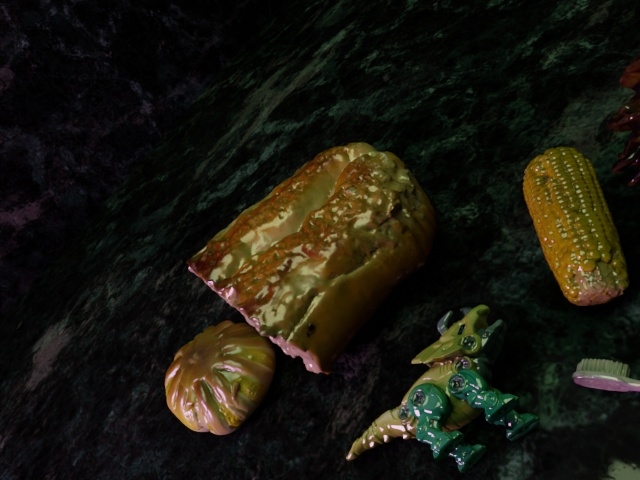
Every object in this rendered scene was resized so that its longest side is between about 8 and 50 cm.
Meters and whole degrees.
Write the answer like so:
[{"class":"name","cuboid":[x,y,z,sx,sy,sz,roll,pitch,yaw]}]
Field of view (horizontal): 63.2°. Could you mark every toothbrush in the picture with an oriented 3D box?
[{"class":"toothbrush","cuboid":[0.392,0.136,0.470,0.307,0.025,0.030,-4,40,43]}]

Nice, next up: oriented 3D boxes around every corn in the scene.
[{"class":"corn","cuboid":[0.320,-0.029,0.666,0.097,0.097,0.262,-22,39,26]}]

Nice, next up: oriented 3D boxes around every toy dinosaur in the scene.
[{"class":"toy dinosaur","cuboid":[0.134,0.197,0.608,0.259,0.094,0.153,-47,33,6]}]

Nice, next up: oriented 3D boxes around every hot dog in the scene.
[{"class":"hot dog","cuboid":[0.000,0.000,0.879,0.365,0.196,0.367,-48,41,-12]}]

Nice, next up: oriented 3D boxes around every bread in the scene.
[{"class":"bread","cuboid":[-0.173,0.219,0.874,0.213,0.105,0.213,-27,33,19]}]

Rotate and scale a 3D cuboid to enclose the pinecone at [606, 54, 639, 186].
[{"class":"pinecone","cuboid":[0.435,-0.131,0.498,0.298,0.296,0.242,-10,24,-25]}]
